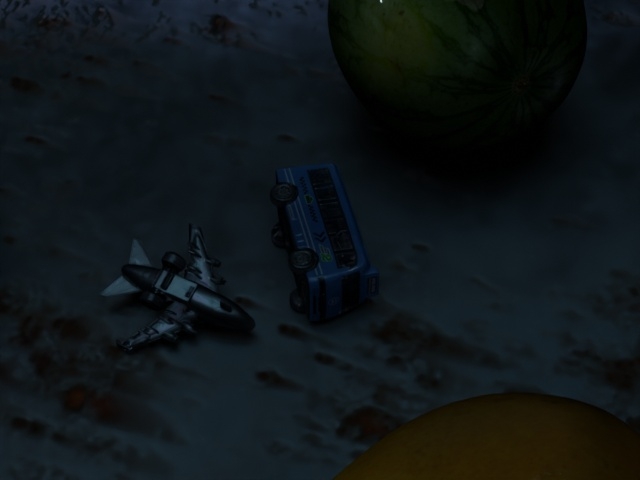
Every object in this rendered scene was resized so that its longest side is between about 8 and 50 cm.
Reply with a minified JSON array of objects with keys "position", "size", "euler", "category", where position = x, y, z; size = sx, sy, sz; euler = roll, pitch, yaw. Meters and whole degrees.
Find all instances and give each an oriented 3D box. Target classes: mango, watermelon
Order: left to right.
[{"position":[0.066,-0.134,0.877],"size":[0.140,0.141,0.187],"euler":[-22,49,-14],"category":"watermelon"},{"position":[0.053,0.149,0.670],"size":[0.219,0.112,0.145],"euler":[-25,53,-1],"category":"mango"}]

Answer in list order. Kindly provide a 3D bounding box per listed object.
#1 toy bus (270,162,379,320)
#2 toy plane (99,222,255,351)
[{"position":[0.000,0.000,0.836],"size":[0.046,0.038,0.083],"euler":[-10,51,-9],"category":"toy bus"},{"position":[-0.072,0.029,0.822],"size":[0.083,0.031,0.078],"euler":[21,70,22],"category":"toy plane"}]
